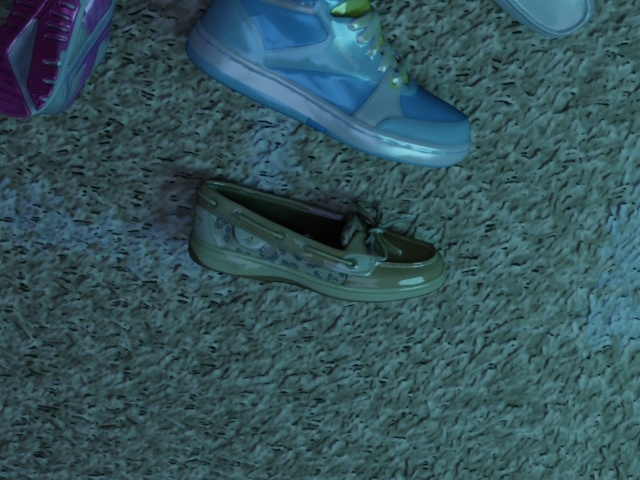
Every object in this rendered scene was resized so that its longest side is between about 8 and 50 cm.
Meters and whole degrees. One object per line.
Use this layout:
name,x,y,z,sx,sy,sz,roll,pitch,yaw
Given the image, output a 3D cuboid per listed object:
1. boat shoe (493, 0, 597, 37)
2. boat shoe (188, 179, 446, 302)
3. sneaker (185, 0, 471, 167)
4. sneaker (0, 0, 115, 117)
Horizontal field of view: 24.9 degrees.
boat shoe,0.176,-0.319,1.450,0.113,0.103,0.302,-37,108,14
boat shoe,0.000,0.000,1.579,0.285,0.104,0.089,8,115,-3
sneaker,0.042,-0.214,1.482,0.319,0.127,0.208,22,112,-10
sneaker,-0.262,-0.240,1.486,0.103,0.111,0.252,25,89,11
